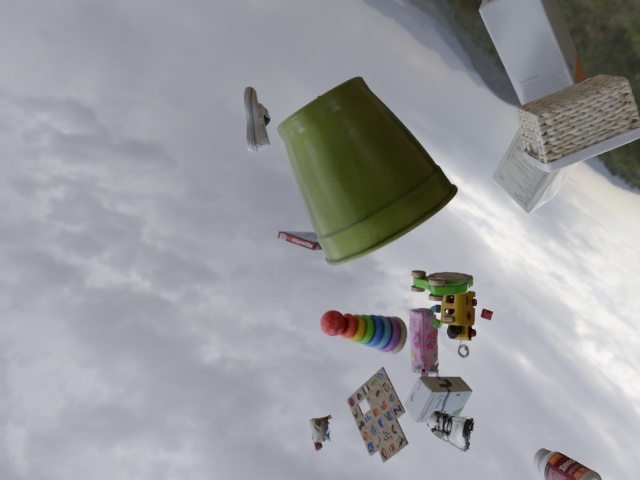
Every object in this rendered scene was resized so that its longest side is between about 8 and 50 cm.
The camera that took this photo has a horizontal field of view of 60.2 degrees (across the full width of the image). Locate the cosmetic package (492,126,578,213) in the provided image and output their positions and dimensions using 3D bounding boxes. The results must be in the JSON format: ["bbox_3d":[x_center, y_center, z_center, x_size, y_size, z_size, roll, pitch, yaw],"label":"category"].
[{"bbox_3d":[0.604,-0.230,1.502,0.113,0.309,0.160,-30,-112,-16],"label":"cosmetic package"}]

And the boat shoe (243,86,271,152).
[{"bbox_3d":[-0.186,-0.366,1.674,0.083,0.076,0.226,79,-176,-71],"label":"boat shoe"}]

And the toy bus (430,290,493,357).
[{"bbox_3d":[0.440,0.251,1.796,0.104,0.191,0.202,11,-146,-46],"label":"toy bus"}]

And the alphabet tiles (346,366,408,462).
[{"bbox_3d":[0.182,0.545,1.704,0.009,0.198,0.237,12,-141,-40],"label":"alphabet tiles"}]

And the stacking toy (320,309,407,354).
[{"bbox_3d":[0.144,0.308,1.932,0.330,0.141,0.141,17,-152,-33],"label":"stacking toy"}]

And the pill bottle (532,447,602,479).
[{"bbox_3d":[0.612,0.583,1.381,0.086,0.086,0.152,20,177,-28],"label":"pill bottle"}]

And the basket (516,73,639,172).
[{"bbox_3d":[0.427,-0.200,0.924,0.113,0.167,0.103,-89,-23,-70],"label":"basket"}]

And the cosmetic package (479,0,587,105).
[{"bbox_3d":[0.653,-0.565,1.652,0.453,0.162,0.230,53,-138,-25],"label":"cosmetic package"}]

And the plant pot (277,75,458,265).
[{"bbox_3d":[0.081,-0.184,1.335,0.352,0.367,0.366,58,-158,-9],"label":"plant pot"}]

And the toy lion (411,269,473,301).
[{"bbox_3d":[0.195,0.065,0.850,0.096,0.034,0.100,-3,-172,-14],"label":"toy lion"}]

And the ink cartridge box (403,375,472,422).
[{"bbox_3d":[0.431,0.582,2.025,0.209,0.153,0.087,8,-156,-31],"label":"ink cartridge box"}]

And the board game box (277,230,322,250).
[{"bbox_3d":[0.000,0.000,1.832,0.145,0.027,0.281,20,-169,33],"label":"board game box"}]

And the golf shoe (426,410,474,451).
[{"bbox_3d":[0.293,0.433,1.267,0.094,0.077,0.198,16,161,6],"label":"golf shoe"}]

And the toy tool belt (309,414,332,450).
[{"bbox_3d":[0.008,0.440,1.263,0.051,0.083,0.052,-13,-161,-15],"label":"toy tool belt"}]

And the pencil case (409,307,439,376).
[{"bbox_3d":[0.431,0.422,2.299,0.124,0.283,0.124,0,172,0],"label":"pencil case"}]
